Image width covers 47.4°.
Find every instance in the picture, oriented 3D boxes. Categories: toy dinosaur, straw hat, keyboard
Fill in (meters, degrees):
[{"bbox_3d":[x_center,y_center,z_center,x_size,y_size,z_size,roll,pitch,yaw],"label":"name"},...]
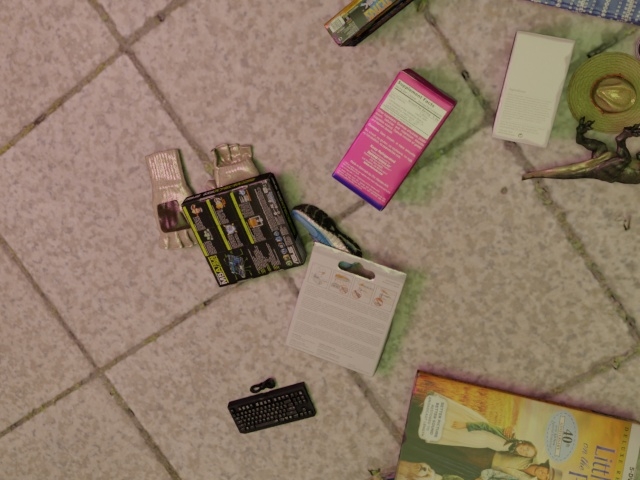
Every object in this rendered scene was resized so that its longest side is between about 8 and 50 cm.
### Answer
[{"bbox_3d":[0.477,-0.142,1.217,0.268,0.064,0.118,2,128,15],"label":"toy dinosaur"},{"bbox_3d":[0.483,-0.239,1.196,0.145,0.061,0.144,4,107,13],"label":"straw hat"},{"bbox_3d":[-0.108,0.342,1.521,0.180,0.023,0.108,-19,100,17],"label":"keyboard"}]

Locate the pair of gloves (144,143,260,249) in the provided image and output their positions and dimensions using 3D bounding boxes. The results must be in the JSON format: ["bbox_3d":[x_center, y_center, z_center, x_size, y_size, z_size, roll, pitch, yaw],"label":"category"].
[{"bbox_3d":[-0.223,-0.083,1.421,0.240,0.042,0.204,-3,104,13],"label":"pair of gloves"}]

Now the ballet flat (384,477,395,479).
[{"bbox_3d":[0.252,0.550,1.456,0.281,0.095,0.096,6,115,12],"label":"ballet flat"}]

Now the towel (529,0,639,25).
[{"bbox_3d":[0.392,-0.498,1.166,0.336,0.040,0.243,16,106,7],"label":"towel"}]

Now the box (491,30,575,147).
[{"bbox_3d":[0.344,-0.249,1.190,0.091,0.130,0.170,14,108,10],"label":"box"}]

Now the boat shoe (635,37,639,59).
[{"bbox_3d":[0.618,-0.308,1.136,0.229,0.076,0.080,3,106,13],"label":"boat shoe"}]

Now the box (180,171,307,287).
[{"bbox_3d":[-0.144,-0.017,1.388,0.184,0.045,0.190,-15,114,17],"label":"box"}]

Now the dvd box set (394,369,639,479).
[{"bbox_3d":[0.355,0.440,1.364,0.421,0.062,0.307,12,88,10],"label":"dvd box set"}]

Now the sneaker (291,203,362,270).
[{"bbox_3d":[0.000,0.000,1.380,0.162,0.063,0.073,45,115,0],"label":"sneaker"}]

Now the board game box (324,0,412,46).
[{"bbox_3d":[0.098,-0.390,1.205,0.170,0.141,0.048,-35,93,20],"label":"board game box"}]

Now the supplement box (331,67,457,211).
[{"bbox_3d":[0.131,-0.178,1.272,0.114,0.111,0.220,36,109,3],"label":"supplement box"}]

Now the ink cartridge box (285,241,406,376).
[{"bbox_3d":[0.051,0.130,1.403,0.189,0.066,0.232,19,108,9],"label":"ink cartridge box"}]
